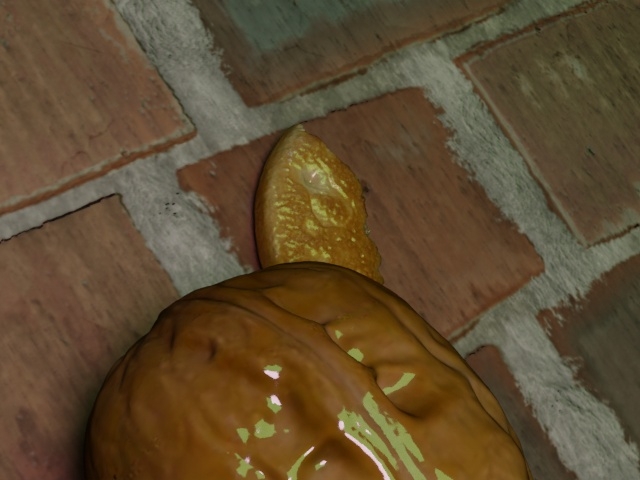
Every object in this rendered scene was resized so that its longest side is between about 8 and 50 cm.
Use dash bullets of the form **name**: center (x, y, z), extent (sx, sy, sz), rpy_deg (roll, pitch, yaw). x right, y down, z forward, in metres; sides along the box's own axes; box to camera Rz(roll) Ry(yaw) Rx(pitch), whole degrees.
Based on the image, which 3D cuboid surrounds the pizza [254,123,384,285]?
- **pizza**: center (-0.006, -0.004, 1.545), extent (0.134, 0.056, 0.271), rpy_deg (-3, 64, -31)

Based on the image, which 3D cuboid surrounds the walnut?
- **walnut**: center (-0.009, 0.201, 1.250), extent (0.398, 0.308, 0.354), rpy_deg (42, 46, 14)
